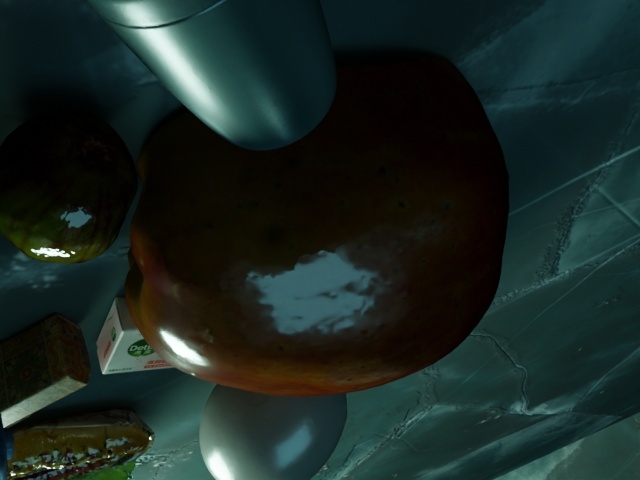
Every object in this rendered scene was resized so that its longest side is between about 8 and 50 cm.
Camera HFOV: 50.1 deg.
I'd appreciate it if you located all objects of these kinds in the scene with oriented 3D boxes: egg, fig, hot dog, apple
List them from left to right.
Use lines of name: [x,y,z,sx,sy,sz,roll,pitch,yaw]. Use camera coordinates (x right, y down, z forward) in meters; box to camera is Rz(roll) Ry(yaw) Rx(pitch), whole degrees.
fig: [-0.197,-0.026,0.507,0.155,0.103,0.109,-40,-171,40]
hot dog: [-0.338,0.272,0.873,0.253,0.069,0.131,-7,143,-27]
egg: [-0.059,0.232,0.899,0.176,0.176,0.232,15,123,-45]
apple: [0.000,0.000,0.654,0.365,0.295,0.328,-5,101,-24]

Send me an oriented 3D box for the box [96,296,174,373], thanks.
box: [-0.175,0.103,0.759,0.125,0.043,0.089,0,140,-34]

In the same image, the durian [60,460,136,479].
durian: [-0.382,0.367,0.951,0.250,0.101,0.139,-7,143,-25]

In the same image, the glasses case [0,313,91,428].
glasses case: [-0.345,0.161,0.704,0.218,0.075,0.049,-28,150,5]

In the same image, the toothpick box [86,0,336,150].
toothpick box: [-0.058,-0.139,0.420,0.120,0.120,0.184,-28,151,6]

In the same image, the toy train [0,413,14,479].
toy train: [-0.280,0.082,0.434,0.131,0.299,0.202,-3,150,-33]
